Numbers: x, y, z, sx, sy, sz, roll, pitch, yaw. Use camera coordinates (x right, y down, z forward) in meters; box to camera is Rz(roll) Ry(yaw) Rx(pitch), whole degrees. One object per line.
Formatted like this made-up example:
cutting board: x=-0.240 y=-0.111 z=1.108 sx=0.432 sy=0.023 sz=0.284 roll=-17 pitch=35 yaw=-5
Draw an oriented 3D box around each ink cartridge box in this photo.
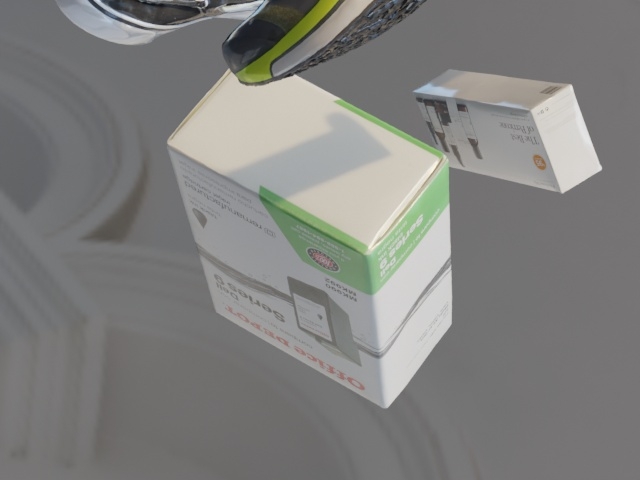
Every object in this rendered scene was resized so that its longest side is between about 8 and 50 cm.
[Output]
ink cartridge box: x=0.000 y=0.000 z=1.415 sx=0.211 sy=0.121 sz=0.289 roll=29 pitch=-25 yaw=22

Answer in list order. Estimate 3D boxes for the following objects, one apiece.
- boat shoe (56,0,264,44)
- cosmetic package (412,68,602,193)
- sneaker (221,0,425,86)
boat shoe: x=-0.092 y=-0.235 z=1.356 sx=0.102 sy=0.301 sz=0.108 roll=-25 pitch=-101 yaw=42
cosmetic package: x=0.192 y=-0.118 z=1.686 sx=0.239 sy=0.060 sz=0.099 roll=19 pitch=-41 yaw=62
sneaker: x=0.031 y=-0.205 z=0.884 sx=0.121 sy=0.111 sz=0.300 roll=48 pitch=-58 yaw=8
